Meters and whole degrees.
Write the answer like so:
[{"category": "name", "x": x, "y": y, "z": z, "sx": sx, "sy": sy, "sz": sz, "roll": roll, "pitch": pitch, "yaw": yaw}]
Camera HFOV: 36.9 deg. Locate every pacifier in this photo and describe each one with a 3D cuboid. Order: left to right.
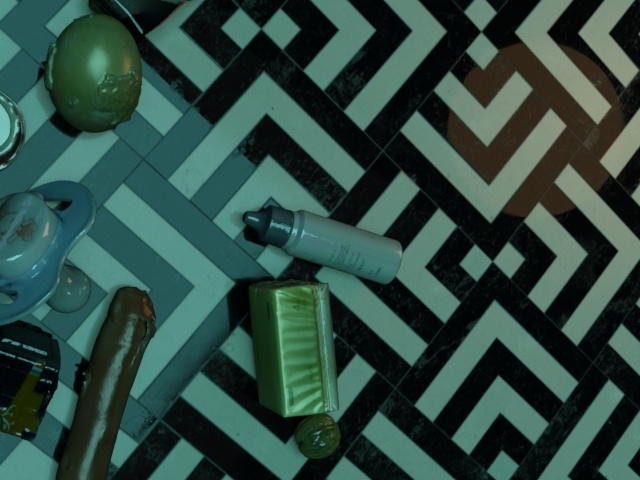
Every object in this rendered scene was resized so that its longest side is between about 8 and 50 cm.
[{"category": "pacifier", "x": -0.470, "y": 0.043, "z": 1.591, "sx": 0.226, "sy": 0.238, "sz": 0.287, "roll": 59, "pitch": 41, "yaw": -43}]

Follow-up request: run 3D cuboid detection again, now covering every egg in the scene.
[{"category": "egg", "x": -0.375, "y": -0.278, "z": 1.608, "sx": 0.164, "sy": 0.164, "sz": 0.201, "roll": 1, "pitch": 115, "yaw": -21}]

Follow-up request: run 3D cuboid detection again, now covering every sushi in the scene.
[{"category": "sushi", "x": -0.280, "y": -0.454, "z": 1.690, "sx": 0.273, "sy": 0.109, "sz": 0.134, "roll": -42, "pitch": 101, "yaw": -30}]

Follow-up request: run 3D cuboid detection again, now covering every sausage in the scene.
[{"category": "sausage", "x": -0.375, "y": 0.283, "z": 1.660, "sx": 0.094, "sy": 0.094, "sz": 0.419, "roll": 14, "pitch": 84, "yaw": 23}]

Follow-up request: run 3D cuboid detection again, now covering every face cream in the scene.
[{"category": "face cream", "x": 0.000, "y": 0.000, "z": 1.797, "sx": 0.311, "sy": 0.092, "sz": 0.092, "roll": 17, "pitch": 85, "yaw": -21}]

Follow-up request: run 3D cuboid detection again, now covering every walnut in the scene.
[{"category": "walnut", "x": -0.005, "y": 0.369, "z": 1.808, "sx": 0.092, "sy": 0.092, "sz": 0.092, "roll": 0, "pitch": 91, "yaw": -21}]

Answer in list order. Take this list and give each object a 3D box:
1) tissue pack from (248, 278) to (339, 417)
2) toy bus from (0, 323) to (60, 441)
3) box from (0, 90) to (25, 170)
[{"category": "tissue pack", "x": -0.051, "y": 0.190, "z": 1.743, "sx": 0.125, "sy": 0.159, "sz": 0.234, "roll": -5, "pitch": 93, "yaw": -21}, {"category": "toy bus", "x": -0.563, "y": 0.203, "z": 1.544, "sx": 0.275, "sy": 0.138, "sz": 0.167, "roll": 25, "pitch": 99, "yaw": -23}, {"category": "box", "x": -0.556, "y": -0.183, "z": 1.562, "sx": 0.151, "sy": 0.135, "sz": 0.151, "roll": -1, "pitch": 92, "yaw": -20}]
